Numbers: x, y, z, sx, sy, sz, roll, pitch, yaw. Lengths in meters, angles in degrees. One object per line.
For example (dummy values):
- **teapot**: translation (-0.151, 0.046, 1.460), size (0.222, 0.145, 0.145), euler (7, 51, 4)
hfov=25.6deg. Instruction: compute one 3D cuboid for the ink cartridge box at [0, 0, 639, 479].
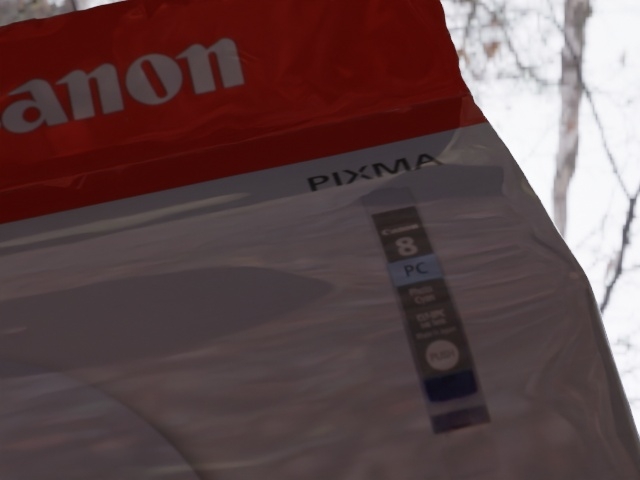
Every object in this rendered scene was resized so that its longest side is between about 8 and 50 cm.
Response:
- **ink cartridge box**: translation (-0.073, 0.013, 0.489), size (0.308, 0.091, 0.385), euler (-12, -111, -4)
